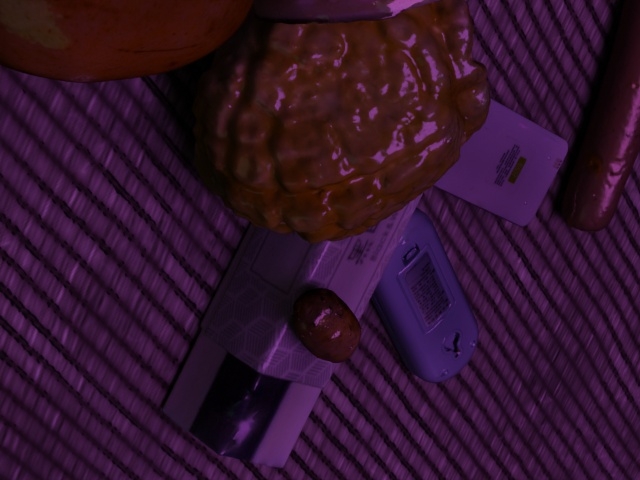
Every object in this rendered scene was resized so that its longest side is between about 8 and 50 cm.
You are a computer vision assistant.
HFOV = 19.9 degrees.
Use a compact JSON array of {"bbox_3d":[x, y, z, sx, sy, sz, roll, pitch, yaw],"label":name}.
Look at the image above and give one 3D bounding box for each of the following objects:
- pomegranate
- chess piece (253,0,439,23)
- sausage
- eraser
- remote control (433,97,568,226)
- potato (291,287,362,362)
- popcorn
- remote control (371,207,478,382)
[{"bbox_3d":[-0.158,-0.231,1.198,0.264,0.264,0.264,-24,129,-33],"label":"pomegranate"},{"bbox_3d":[-0.001,-0.312,1.271,0.124,0.138,0.307,-20,110,-30],"label":"chess piece"},{"bbox_3d":[0.311,-0.149,1.854,0.065,0.066,0.301,-6,119,-43],"label":"sausage"},{"bbox_3d":[0.000,0.000,1.613,0.098,0.096,0.404,19,99,-49],"label":"eraser"},{"bbox_3d":[0.147,-0.089,1.749,0.250,0.034,0.103,20,99,-48],"label":"remote control"},{"bbox_3d":[0.004,0.073,1.558,0.051,0.040,0.083,-40,134,-5],"label":"potato"},{"bbox_3d":[0.026,-0.131,1.462,0.174,0.225,0.286,-54,163,-80],"label":"popcorn"},{"bbox_3d":[0.098,0.055,1.781,0.087,0.047,0.244,-47,140,-17],"label":"remote control"}]
